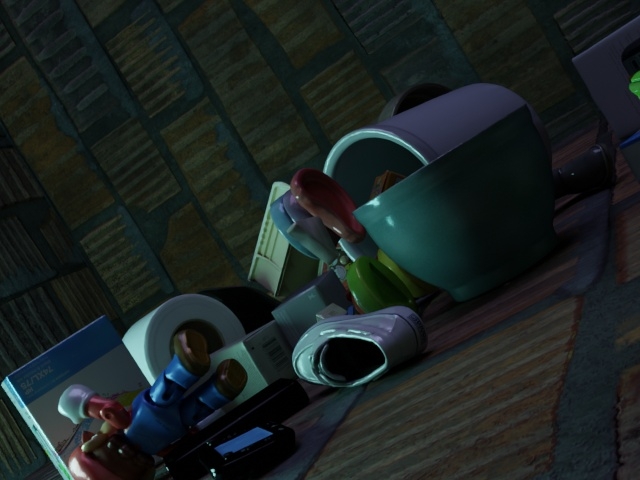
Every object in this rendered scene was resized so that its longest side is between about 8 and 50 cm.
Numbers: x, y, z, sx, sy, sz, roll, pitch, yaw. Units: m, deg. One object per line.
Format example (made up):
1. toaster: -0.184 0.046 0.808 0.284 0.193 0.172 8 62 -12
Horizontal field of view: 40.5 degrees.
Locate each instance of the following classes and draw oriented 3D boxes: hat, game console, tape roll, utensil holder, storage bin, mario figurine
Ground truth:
1. hat: -0.162 0.212 2.070 0.331 0.331 0.134 149 140 -68
2. game console: -0.098 0.253 1.128 0.213 0.044 0.361 -32 1 -15
3. tape roll: -0.300 0.254 1.896 0.246 0.246 0.169 -32 0 -38
4. utensil holder: 0.250 -0.126 1.778 0.385 0.328 0.327 -28 -2 -40
5. storage bin: 0.000 0.000 2.016 0.262 0.260 0.123 5 17 -35
6. mario figurine: -0.269 0.265 1.351 0.320 0.198 0.170 -42 -12 15

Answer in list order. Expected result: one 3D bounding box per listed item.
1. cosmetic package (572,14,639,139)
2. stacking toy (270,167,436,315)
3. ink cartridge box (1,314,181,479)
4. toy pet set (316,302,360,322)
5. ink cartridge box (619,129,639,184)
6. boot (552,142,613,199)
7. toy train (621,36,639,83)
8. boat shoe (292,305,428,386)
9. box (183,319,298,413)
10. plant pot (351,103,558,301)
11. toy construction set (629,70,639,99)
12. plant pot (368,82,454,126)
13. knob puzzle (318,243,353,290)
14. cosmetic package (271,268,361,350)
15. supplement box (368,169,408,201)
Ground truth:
1. cosmetic package: 0.773 -0.404 1.864 0.161 0.230 0.453 -31 1 -19
2. stacking toy: 0.030 0.046 1.398 0.130 0.309 0.279 -45 8 23
3. ink cartridge box: -0.407 0.308 1.551 0.197 0.270 0.198 -34 1 -26
4. toy pet set: 0.041 0.157 1.400 0.122 0.114 0.065 -33 41 -30
5. ink cartridge box: 0.511 -0.152 1.142 0.203 0.086 0.148 -33 2 -42
6. boot: 0.385 -0.094 1.514 0.208 0.076 0.190 -12 -17 -9
7. toy train: 0.684 -0.324 1.533 0.142 0.190 0.334 -33 0 -19
8. boat shoe: 0.026 0.146 1.124 0.084 0.095 0.258 -27 -4 -39
9. box: -0.159 0.248 1.586 0.275 0.113 0.094 -30 1 45
10. plant pot: 0.218 -0.035 1.251 0.293 0.196 0.293 -31 0 0
11. toy construction set: 0.477 -0.187 0.914 0.327 0.151 0.215 -31 38 26
12. plant pot: 0.208 -0.195 2.142 0.323 0.323 0.280 -32 9 -36
13. knob puzzle: 0.082 0.044 1.916 0.213 0.213 0.030 -32 -9 6
14. cosmetic package: 0.000 0.140 1.602 0.107 0.127 0.238 -31 -1 13
15. supplement box: 0.197 -0.040 1.447 0.078 0.233 0.080 152 139 -76
